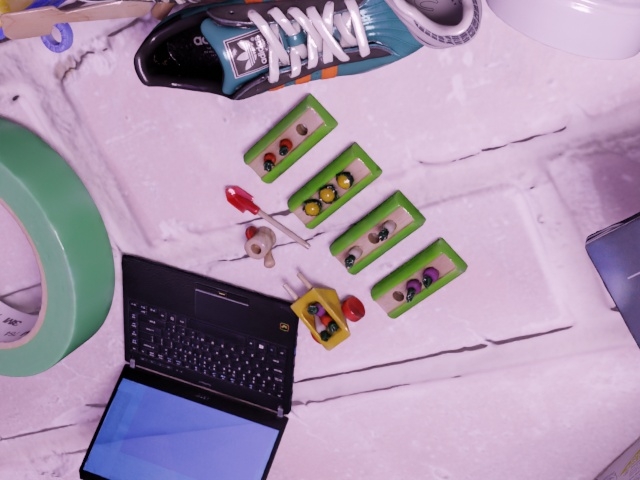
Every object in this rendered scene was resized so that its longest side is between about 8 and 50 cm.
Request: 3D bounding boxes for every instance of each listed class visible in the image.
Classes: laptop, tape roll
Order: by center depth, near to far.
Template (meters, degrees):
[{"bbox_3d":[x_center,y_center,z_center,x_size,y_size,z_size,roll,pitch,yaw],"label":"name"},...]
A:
[{"bbox_3d":[-0.163,0.184,1.215,0.234,0.136,0.264,16,124,15],"label":"laptop"},{"bbox_3d":[-0.399,0.010,1.230,0.321,0.077,0.321,13,120,24],"label":"tape roll"}]

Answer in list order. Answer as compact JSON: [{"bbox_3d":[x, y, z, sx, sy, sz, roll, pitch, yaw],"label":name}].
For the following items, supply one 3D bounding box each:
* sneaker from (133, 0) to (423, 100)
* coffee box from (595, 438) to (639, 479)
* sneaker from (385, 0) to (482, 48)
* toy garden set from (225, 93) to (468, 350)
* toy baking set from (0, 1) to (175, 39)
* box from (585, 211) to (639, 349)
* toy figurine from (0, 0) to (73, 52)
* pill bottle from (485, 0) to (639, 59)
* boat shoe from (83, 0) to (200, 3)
[{"bbox_3d":[-0.035,-0.184,0.945,0.302,0.121,0.108,-6,115,26],"label":"sneaker"},{"bbox_3d":[0.389,0.420,0.984,0.338,0.334,0.338,34,125,4],"label":"coffee box"},{"bbox_3d":[0.050,-0.256,0.829,0.090,0.095,0.235,-43,94,15],"label":"sneaker"},{"bbox_3d":[0.000,0.000,1.085,0.244,0.049,0.204,47,126,-7],"label":"toy garden set"},{"bbox_3d":[-0.190,-0.279,0.939,0.197,0.030,0.256,9,134,-36],"label":"toy baking set"},{"bbox_3d":[0.444,0.094,0.763,0.293,0.212,0.395,-33,80,35],"label":"box"},{"bbox_3d":[-0.348,-0.259,1.009,0.362,0.191,0.217,-24,112,34],"label":"toy figurine"},{"bbox_3d":[0.232,-0.286,0.739,0.161,0.161,0.283,24,126,9],"label":"pill bottle"},{"bbox_3d":[-0.127,-0.253,0.913,0.219,0.070,0.078,-16,145,-2],"label":"boat shoe"}]
